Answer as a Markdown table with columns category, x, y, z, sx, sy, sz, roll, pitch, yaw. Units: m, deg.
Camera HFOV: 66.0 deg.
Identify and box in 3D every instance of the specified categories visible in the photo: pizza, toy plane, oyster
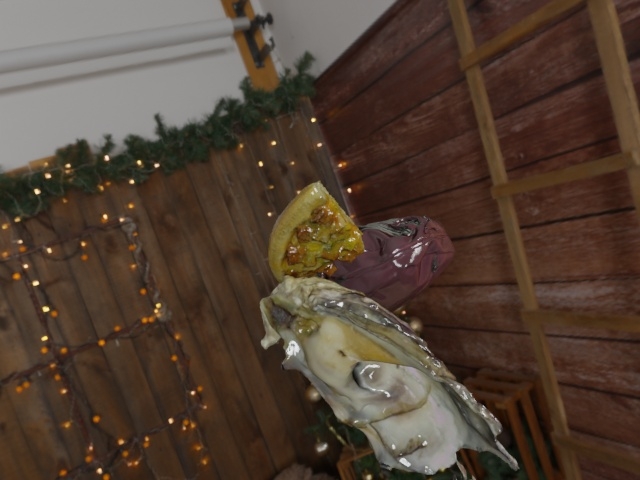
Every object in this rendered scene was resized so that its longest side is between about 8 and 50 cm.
| category | x | y | z | sx | sy | sz | roll | pitch | yaw |
| --- | --- | --- | --- | --- | --- | --- | --- | --- | --- |
| pizza | 0.000 | 0.000 | 0.640 | 0.134 | 0.046 | 0.175 | -6 | -42 | -15 |
| toy plane | 0.214 | 0.378 | 0.709 | 0.031 | 0.049 | 0.121 | -32 | 18 | 20 |
| oyster | 0.074 | 0.158 | 0.569 | 0.274 | 0.271 | 0.100 | -8 | 16 | 33 |

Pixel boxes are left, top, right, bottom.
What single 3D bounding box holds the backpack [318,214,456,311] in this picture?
| category | x | y | z | sx | sy | sz | roll | pitch | yaw |
| --- | --- | --- | --- | --- | --- | --- | --- | --- | --- |
| backpack | 0.121 | 0.053 | 1.036 | 0.283 | 0.197 | 0.317 | -15 | -17 | -45 |
